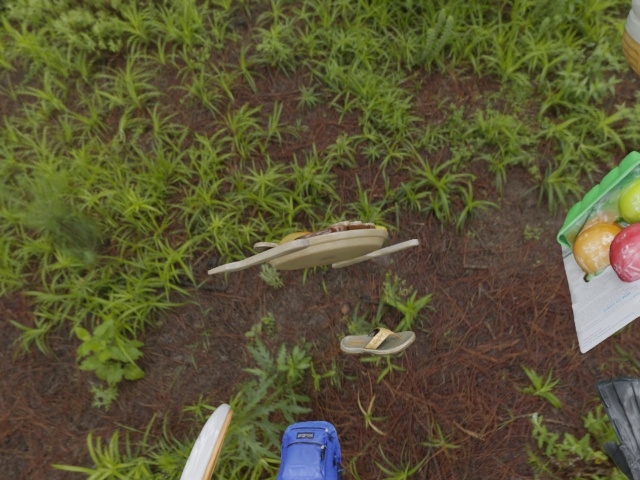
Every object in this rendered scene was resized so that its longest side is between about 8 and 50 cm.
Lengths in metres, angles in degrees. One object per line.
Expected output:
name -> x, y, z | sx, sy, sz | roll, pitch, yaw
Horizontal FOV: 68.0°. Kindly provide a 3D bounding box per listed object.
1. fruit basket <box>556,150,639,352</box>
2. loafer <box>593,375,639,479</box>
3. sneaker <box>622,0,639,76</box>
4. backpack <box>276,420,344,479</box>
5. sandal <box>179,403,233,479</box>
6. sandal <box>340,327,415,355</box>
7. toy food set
fruit basket -> 0.601, 0.006, 0.894 | 0.165, 0.327, 0.353 | 26, 40, -7
loafer -> 0.472, 0.319, 0.715 | 0.078, 0.076, 0.223 | -20, 53, 34
sneaker -> 0.307, -0.148, 0.204 | 0.296, 0.131, 0.112 | -10, 46, 6
backpack -> -0.013, 0.327, 0.706 | 0.097, 0.101, 0.120 | 1, 28, 6
sandal -> -0.108, 0.282, 0.406 | 0.076, 0.102, 0.265 | 19, 76, 2
sandal -> 0.128, 0.227, 1.097 | 0.180, 0.049, 0.072 | -7, 21, 21
toy food set -> 0.000, 0.000, 0.465 | 0.132, 0.192, 0.039 | -19, 78, 39
